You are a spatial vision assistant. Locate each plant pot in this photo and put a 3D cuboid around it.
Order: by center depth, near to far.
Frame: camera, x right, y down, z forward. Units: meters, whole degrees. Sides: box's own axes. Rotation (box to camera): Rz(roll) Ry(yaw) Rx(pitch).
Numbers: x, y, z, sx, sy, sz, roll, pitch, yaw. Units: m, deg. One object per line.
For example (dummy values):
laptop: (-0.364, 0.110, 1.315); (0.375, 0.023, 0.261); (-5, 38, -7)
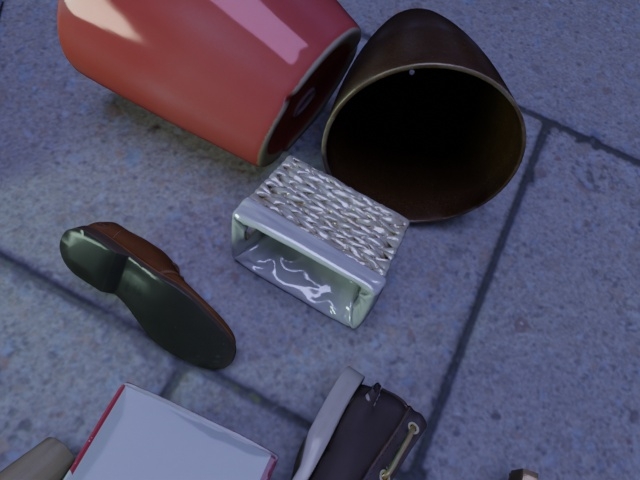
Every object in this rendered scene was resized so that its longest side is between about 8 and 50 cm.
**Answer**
plant pot: (-0.106, -0.232, 0.618); (0.243, 0.275, 0.275); (38, 65, 0)
plant pot: (0.117, -0.178, 0.651); (0.215, 0.215, 0.230); (9, 49, -3)

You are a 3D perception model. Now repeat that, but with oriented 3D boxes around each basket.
basket: (0.000, 0.000, 0.583); (0.167, 0.113, 0.103); (29, 62, 7)

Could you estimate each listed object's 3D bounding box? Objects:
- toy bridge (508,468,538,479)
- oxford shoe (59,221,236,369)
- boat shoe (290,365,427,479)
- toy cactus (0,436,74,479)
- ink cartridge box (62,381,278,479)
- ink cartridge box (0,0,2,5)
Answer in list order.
toy bridge: (0.272, 0.259, 0.516); (0.188, 0.063, 0.026); (15, 63, 2)
oxford shoe: (-0.164, 0.049, 0.565); (0.212, 0.076, 0.076); (41, 25, 2)
boat shoe: (-0.011, 0.265, 0.451); (0.096, 0.116, 0.324); (27, 58, 10)
toy cactus: (-0.281, 0.249, 0.439); (0.219, 0.112, 0.180); (33, 43, 7)
ink cartridge box: (-0.121, 0.211, 0.427); (0.127, 0.176, 0.128); (24, 64, 2)
ink cartridge box: (-0.580, -0.199, 0.630); (0.324, 0.071, 0.330); (-3, 66, -8)
